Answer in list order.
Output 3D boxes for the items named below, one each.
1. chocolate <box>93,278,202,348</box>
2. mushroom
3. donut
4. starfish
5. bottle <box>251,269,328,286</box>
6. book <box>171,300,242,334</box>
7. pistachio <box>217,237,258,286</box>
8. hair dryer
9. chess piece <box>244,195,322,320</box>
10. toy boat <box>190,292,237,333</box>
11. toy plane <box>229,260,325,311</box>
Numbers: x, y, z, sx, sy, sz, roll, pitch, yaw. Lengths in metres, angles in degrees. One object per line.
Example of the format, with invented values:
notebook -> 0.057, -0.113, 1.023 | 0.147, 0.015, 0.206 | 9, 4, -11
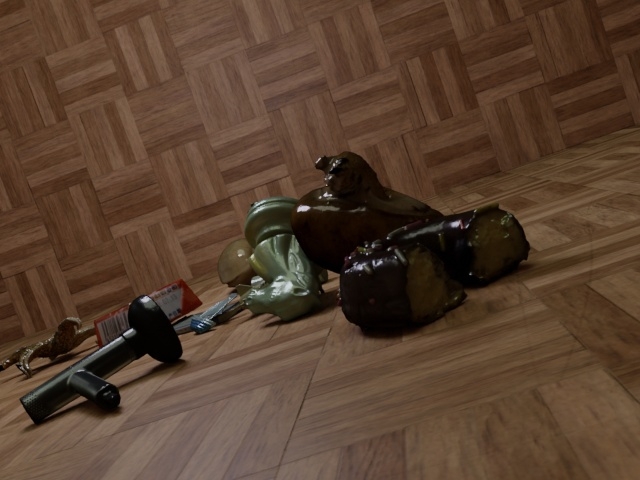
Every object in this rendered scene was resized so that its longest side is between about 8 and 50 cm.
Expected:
chocolate -> -0.499, 0.214, 2.088 | 0.237, 0.108, 0.234 | -26, 1, 43
mushroom -> 0.118, -0.055, 1.559 | 0.345, 0.260, 0.345 | 8, 14, -2
donut -> 0.169, 0.043, 1.253 | 0.345, 0.136, 0.259 | -21, 7, -34
starfish -> -0.825, 0.330, 2.263 | 0.312, 0.113, 0.303 | -28, -2, 25
bottle -> -0.083, 0.104, 1.969 | 0.201, 0.072, 0.072 | -18, 5, 18
book -> -0.322, 0.216, 1.980 | 0.231, 0.026, 0.157 | -18, 7, 28
pistachio -> -0.260, 0.083, 2.452 | 0.182, 0.162, 0.293 | -53, 16, -14
hair dryer -> -0.385, 0.266, 1.428 | 0.284, 0.156, 0.320 | 12, 39, 41
chess piece -> -0.086, 0.057, 1.631 | 0.175, 0.176, 0.298 | -19, 46, 14
toy boat -> -0.280, 0.180, 1.860 | 0.105, 0.034, 0.149 | -11, 34, 34
toy plane -> -0.096, 0.108, 1.776 | 0.256, 0.104, 0.242 | -18, 2, 16
